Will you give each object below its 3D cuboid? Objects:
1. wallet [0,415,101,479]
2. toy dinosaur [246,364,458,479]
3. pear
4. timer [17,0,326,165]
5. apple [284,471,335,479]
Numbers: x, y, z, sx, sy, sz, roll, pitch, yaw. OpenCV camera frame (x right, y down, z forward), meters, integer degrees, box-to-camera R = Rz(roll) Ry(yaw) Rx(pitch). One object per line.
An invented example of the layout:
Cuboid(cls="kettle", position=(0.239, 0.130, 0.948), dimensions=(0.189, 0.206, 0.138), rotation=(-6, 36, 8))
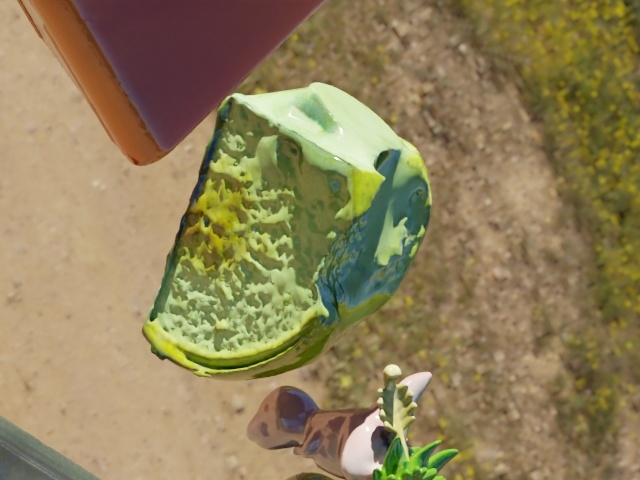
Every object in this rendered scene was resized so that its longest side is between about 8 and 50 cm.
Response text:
Cuboid(cls="wallet", position=(-0.309, 0.242, 1.285), dimensions=(0.245, 0.052, 0.169), rotation=(37, 54, -17))
Cuboid(cls="toy dinosaur", position=(0.040, 0.199, 1.409), dimensions=(0.152, 0.194, 0.177), rotation=(24, 31, -55))
Cuboid(cls="pear", position=(0.000, 0.000, 1.342), dimensions=(0.176, 0.286, 0.282), rotation=(27, 14, 22))
Cuboid(cls="timer", position=(-0.095, -0.221, 0.981), dimensions=(0.257, 0.250, 0.161), rotation=(49, -11, 50))
Cuboid(cls="apple", position=(-0.012, 0.319, 1.525), dimensions=(0.126, 0.126, 0.102), rotation=(63, 10, 6))
